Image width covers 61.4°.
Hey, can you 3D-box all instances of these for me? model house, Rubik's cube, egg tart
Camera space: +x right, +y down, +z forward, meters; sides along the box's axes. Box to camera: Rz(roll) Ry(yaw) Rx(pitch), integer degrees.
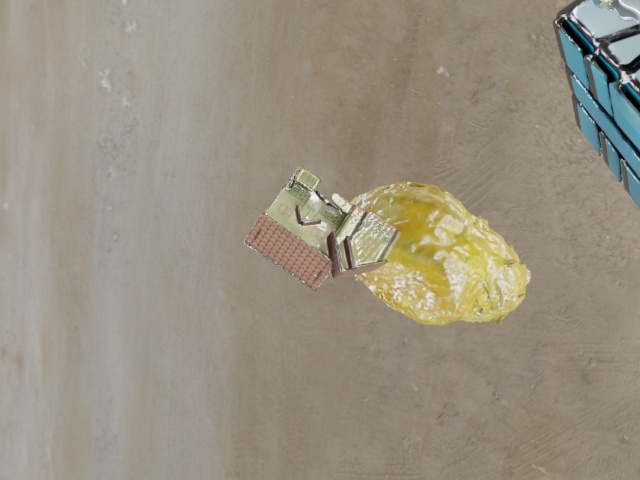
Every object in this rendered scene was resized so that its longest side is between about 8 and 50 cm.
[{"bbox_3d":[0.000,0.000,0.360,0.083,0.058,0.057,36,158,-2],"label":"model house"},{"bbox_3d":[0.550,-0.237,0.781,0.293,0.283,0.288,-27,51,14],"label":"Rubik's cube"},{"bbox_3d":[0.182,0.054,1.039,0.351,0.153,0.339,48,143,-11],"label":"egg tart"}]

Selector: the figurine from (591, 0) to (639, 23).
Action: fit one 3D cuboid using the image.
[{"bbox_3d":[0.270,-0.226,0.461,0.086,0.082,0.094,-12,100,54],"label":"figurine"}]
